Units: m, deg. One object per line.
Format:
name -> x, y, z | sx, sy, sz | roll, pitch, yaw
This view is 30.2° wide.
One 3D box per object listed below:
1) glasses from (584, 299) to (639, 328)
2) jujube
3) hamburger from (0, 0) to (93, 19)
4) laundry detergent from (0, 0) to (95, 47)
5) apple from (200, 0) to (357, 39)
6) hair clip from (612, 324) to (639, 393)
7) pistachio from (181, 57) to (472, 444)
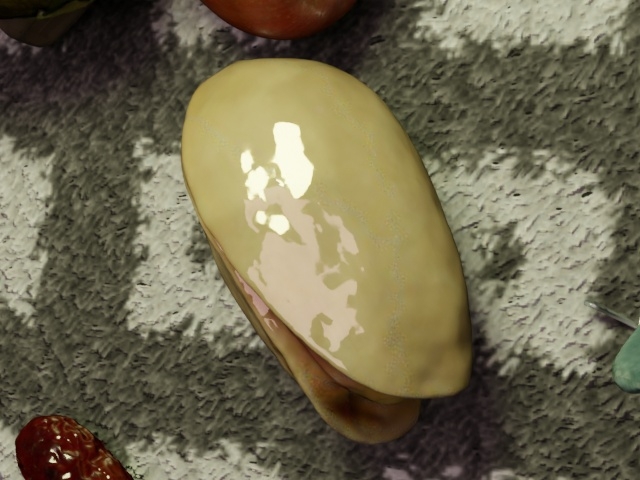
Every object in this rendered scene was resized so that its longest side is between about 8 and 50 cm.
glasses -> 0.257, 0.045, 0.865 | 0.103, 0.062, 0.140 | -34, 75, 38
jujube -> -0.211, 0.202, 1.007 | 0.129, 0.077, 0.077 | 39, 101, 25
hamburger -> -0.259, -0.308, 0.930 | 0.284, 0.134, 0.266 | 15, 97, 24
laundry detergent -> -0.274, -0.307, 1.058 | 0.171, 0.076, 0.237 | -43, 72, 13
apple -> -0.044, -0.255, 0.919 | 0.199, 0.199, 0.199 | -1, 87, 20
hair clip -> 0.375, 0.052, 0.627 | 0.318, 0.392, 0.238 | -38, 94, -24
pistachio -> 0.000, 0.000, 0.878 | 0.187, 0.187, 0.299 | -32, 73, 16
